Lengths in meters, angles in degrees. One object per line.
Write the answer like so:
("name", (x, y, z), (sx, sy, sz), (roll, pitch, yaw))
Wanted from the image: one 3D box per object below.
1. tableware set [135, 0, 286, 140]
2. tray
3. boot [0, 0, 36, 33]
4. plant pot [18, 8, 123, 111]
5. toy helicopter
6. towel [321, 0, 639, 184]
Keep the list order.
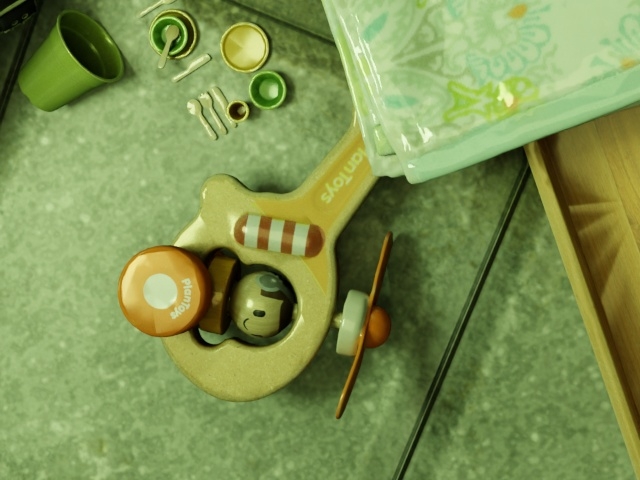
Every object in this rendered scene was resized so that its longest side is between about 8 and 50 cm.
("tableware set", (-0.103, -0.179, 1.591), (0.104, 0.024, 0.154), (-30, 90, 14))
("tray", (0.340, 0.054, 1.501), (0.202, 0.076, 0.411), (-19, 92, 14))
("boot", (-0.336, -0.206, 1.575), (0.131, 0.348, 0.260), (39, 62, 2))
("plant pot", (-0.245, -0.164, 1.603), (0.079, 0.083, 0.083), (-36, 89, 27))
("toy helicopter", (0.000, 0.000, 1.541), (0.235, 0.140, 0.355), (39, 96, 7))
("towel", (0.176, -0.248, 1.432), (0.374, 0.090, 0.321), (-19, 86, 14))
